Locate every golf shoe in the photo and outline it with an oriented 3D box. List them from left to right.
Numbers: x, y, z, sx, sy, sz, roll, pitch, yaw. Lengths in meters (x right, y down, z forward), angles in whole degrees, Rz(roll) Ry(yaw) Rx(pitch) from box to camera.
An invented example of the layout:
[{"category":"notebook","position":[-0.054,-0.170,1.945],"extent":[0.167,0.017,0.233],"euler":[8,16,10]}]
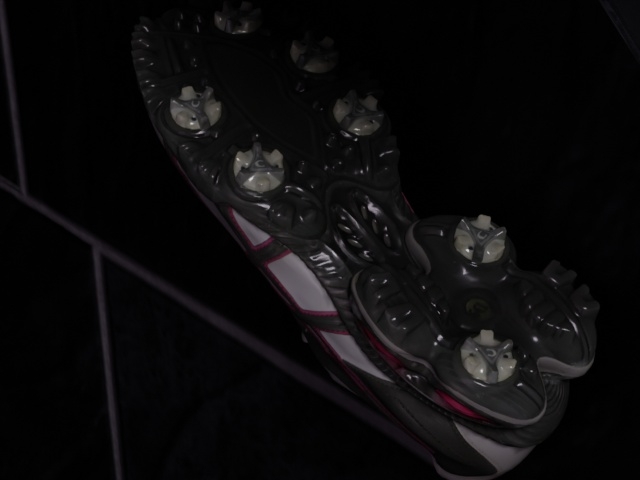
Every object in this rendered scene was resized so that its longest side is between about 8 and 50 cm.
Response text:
[{"category":"golf shoe","position":[0.000,0.000,0.681],"extent":[0.273,0.105,0.120],"euler":[49,149,23]}]

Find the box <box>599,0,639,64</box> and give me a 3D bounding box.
[{"category":"box","position":[0.190,-0.056,0.449],"extent":[0.190,0.045,0.184],"euler":[60,143,8]}]
